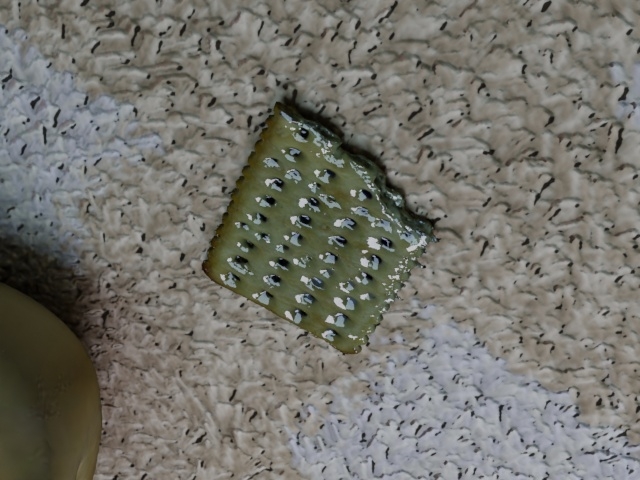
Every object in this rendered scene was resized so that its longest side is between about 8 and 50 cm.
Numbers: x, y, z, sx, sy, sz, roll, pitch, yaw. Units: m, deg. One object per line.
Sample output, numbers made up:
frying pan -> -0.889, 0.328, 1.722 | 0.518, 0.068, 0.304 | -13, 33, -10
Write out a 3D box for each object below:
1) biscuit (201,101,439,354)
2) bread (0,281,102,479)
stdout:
biscuit -> 0.000, -0.001, 1.361 | 0.144, 0.016, 0.203 | 30, 141, -1
bread -> -0.367, 0.165, 1.523 | 0.376, 0.253, 0.348 | 17, 102, 0
